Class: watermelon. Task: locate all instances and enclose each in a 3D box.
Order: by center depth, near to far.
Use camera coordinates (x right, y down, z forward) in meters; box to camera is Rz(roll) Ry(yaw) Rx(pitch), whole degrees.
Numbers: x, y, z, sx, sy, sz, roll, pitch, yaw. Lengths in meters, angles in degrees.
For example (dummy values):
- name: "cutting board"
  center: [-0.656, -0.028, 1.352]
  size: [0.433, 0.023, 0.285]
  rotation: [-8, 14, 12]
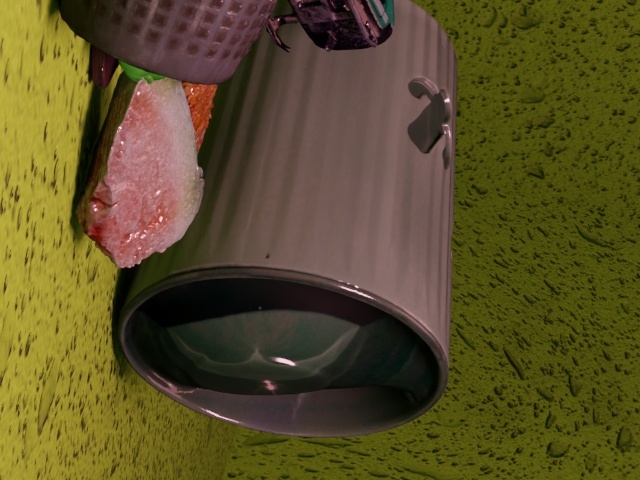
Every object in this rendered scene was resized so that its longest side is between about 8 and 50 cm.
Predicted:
- name: "watermelon"
  center: [-0.139, -0.063, 1.403]
  size: [0.094, 0.081, 0.180]
  rotation: [-57, 157, -55]

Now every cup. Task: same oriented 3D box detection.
- name: "cup"
  center: [-0.023, -0.008, 1.868]
  size: [0.401, 0.310, 0.392]
  rotation: [118, -16, -57]

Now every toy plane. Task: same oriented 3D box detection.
- name: "toy plane"
  center: [-0.010, -0.294, 1.622]
  size: [0.381, 0.106, 0.155]
  rotation: [61, 40, -37]

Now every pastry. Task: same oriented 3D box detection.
- name: "pastry"
  center: [-0.124, -0.127, 1.617]
  size: [0.169, 0.063, 0.087]
  rotation: [109, 6, -59]

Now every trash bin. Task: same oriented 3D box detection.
- name: "trash bin"
  center: [-0.083, -0.188, 1.172]
  size: [0.175, 0.175, 0.161]
  rotation: [-68, -179, -73]

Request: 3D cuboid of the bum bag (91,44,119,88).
- name: "bum bag"
  center: [-0.134, -0.189, 1.378]
  size: [0.159, 0.026, 0.109]
  rotation: [-71, 172, -52]

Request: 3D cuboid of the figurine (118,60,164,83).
- name: "figurine"
  center: [-0.094, -0.186, 1.311]
  size: [0.115, 0.095, 0.156]
  rotation: [-105, -146, -77]
